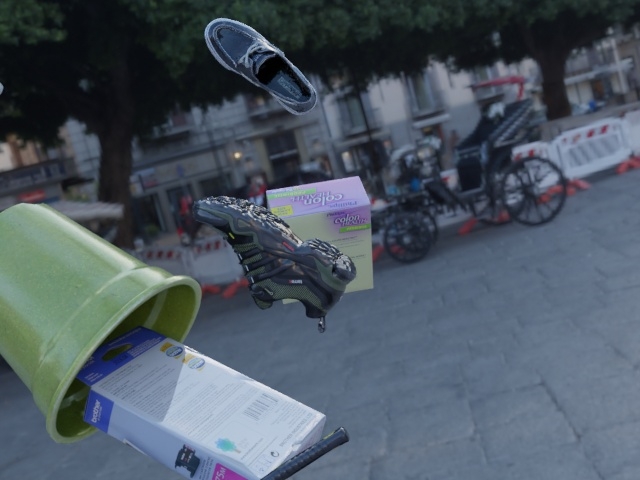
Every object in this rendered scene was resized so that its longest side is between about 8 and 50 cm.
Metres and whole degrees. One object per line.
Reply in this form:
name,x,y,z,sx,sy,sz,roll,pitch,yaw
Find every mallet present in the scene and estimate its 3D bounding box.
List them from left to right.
mallet,-0.059,0.222,0.779,0.190,0.039,0.062,-34,-9,10

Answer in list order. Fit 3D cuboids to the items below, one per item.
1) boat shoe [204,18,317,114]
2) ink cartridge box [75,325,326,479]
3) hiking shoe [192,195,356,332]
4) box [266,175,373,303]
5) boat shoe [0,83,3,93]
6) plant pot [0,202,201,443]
boat shoe,-0.134,-0.391,1.941,0.108,0.301,0.102,-48,-2,-1
ink cartridge box,-0.168,0.223,1.156,0.311,0.065,0.186,26,24,16
hiking shoe,-0.074,0.027,1.102,0.227,0.114,0.086,29,13,12
box,0.000,0.000,1.970,0.214,0.243,0.117,-10,39,-6
boat shoe,-0.586,-0.226,1.363,0.183,0.083,0.065,12,-15,10
plant pot,-0.347,0.087,1.197,0.276,0.254,0.276,-48,-15,-18
